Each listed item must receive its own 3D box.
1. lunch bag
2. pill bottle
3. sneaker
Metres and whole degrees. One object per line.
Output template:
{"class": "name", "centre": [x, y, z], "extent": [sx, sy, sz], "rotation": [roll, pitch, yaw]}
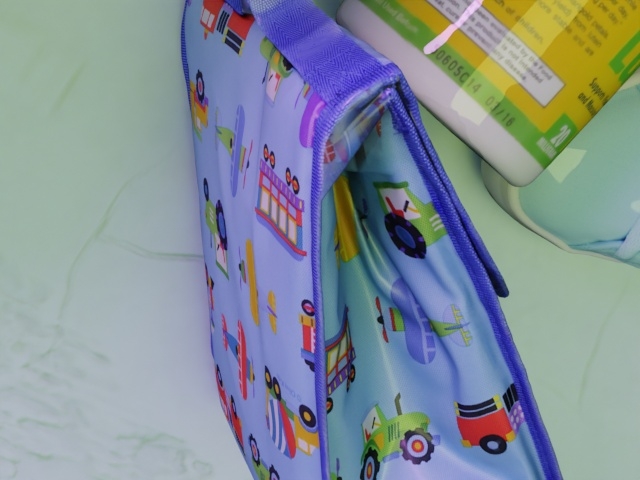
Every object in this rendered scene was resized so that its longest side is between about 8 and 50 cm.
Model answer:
{"class": "lunch bag", "centre": [0.000, 0.000, 0.708], "extent": [0.138, 0.221, 0.293], "rotation": [-21, 120, -10]}
{"class": "pill bottle", "centre": [0.136, -0.159, 0.729], "extent": [0.136, 0.136, 0.245], "rotation": [39, 97, -30]}
{"class": "sneaker", "centre": [0.277, -0.016, 0.840], "extent": [0.366, 0.150, 0.135], "rotation": [8, 110, -23]}
